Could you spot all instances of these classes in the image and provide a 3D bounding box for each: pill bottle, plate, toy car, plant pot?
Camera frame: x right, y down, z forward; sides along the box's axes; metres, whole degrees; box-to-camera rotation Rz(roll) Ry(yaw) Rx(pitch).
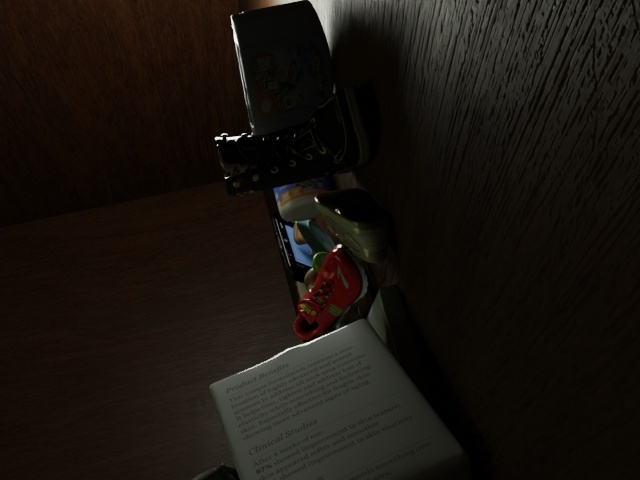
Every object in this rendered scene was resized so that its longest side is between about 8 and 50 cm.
[{"bbox_3d":[-0.066,-0.202,1.838,0.152,0.152,0.272,101,154,-71],"label":"pill bottle"},{"bbox_3d":[0.000,0.000,1.900,0.188,0.024,0.188,46,-165,-16],"label":"plate"},{"bbox_3d":[0.053,0.140,1.559,0.155,0.148,0.189,102,155,-49],"label":"toy car"},{"bbox_3d":[-0.032,0.169,2.391,0.109,0.096,0.109,132,125,-80],"label":"plant pot"}]

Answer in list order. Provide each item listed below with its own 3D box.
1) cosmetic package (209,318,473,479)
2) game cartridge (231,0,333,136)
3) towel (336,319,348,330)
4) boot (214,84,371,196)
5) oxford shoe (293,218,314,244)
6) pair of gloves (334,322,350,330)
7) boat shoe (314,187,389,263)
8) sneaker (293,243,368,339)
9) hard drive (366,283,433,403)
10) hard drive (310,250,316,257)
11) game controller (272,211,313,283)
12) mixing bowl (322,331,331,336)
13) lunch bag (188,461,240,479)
[{"bbox_3d":[0.042,0.415,1.187,0.394,0.329,0.328,-127,18,-56],"label":"cosmetic package"},{"bbox_3d":[-0.072,-0.356,1.469,0.062,0.198,0.297,-113,12,-55],"label":"game cartridge"},{"bbox_3d":[0.065,0.265,1.791,0.271,0.040,0.371,78,-173,-75],"label":"towel"},{"bbox_3d":[-0.061,-0.184,1.343,0.377,0.284,0.138,152,105,-83],"label":"boot"},{"bbox_3d":[-0.052,-0.093,2.292,0.076,0.076,0.213,-8,89,48],"label":"oxford shoe"},{"bbox_3d":[0.074,0.336,2.112,0.204,0.042,0.240,-136,33,-75],"label":"pair of gloves"},{"bbox_3d":[0.062,-0.036,1.385,0.302,0.109,0.098,-135,34,-66],"label":"boat shoe"},{"bbox_3d":[0.012,0.125,1.427,0.107,0.118,0.279,43,140,21],"label":"sneaker"},{"bbox_3d":[0.150,0.256,1.425,0.353,0.047,0.233,97,159,-68],"label":"hard drive"},{"bbox_3d":[0.011,0.100,2.053,0.172,0.054,0.255,-105,2,-64],"label":"hard drive"},{"bbox_3d":[-0.075,0.030,2.334,0.166,0.067,0.319,32,-153,-42],"label":"game controller"},{"bbox_3d":[0.073,0.275,1.465,0.181,0.098,0.182,167,90,-81],"label":"mixing bowl"},{"bbox_3d":[-0.228,0.518,1.194,0.169,0.235,0.287,58,167,18],"label":"lunch bag"}]
